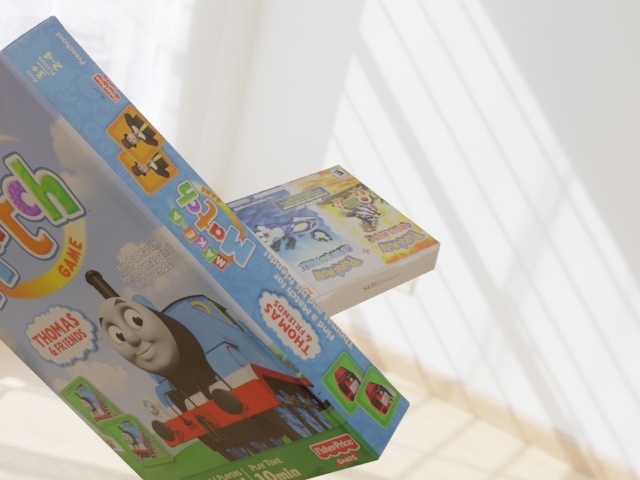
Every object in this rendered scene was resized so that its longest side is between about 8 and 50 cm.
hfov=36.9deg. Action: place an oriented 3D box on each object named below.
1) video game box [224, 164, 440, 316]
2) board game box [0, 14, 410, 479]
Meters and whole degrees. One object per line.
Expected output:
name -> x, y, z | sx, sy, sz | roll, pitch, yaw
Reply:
video game box -> 0.000, 0.000, 1.089 | 0.205, 0.048, 0.187 | -22, 49, -34
board game box -> -0.086, 0.028, 0.425 | 0.211, 0.160, 0.039 | 49, 47, -11
